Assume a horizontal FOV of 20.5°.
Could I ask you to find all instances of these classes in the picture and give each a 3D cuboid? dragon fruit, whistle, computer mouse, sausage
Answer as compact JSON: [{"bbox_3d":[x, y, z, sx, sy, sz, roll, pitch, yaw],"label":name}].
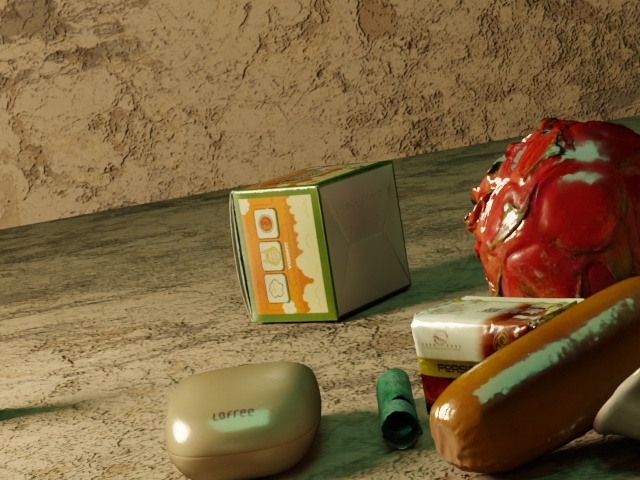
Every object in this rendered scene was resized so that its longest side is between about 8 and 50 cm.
[{"bbox_3d":[0.276,-0.005,1.835,0.241,0.252,0.241,-15,-17,-5],"label":"dragon fruit"},{"bbox_3d":[0.073,0.158,1.691,0.039,0.039,0.186,-9,8,1],"label":"whistle"},{"bbox_3d":[-0.072,0.162,1.670,0.145,0.082,0.236,-9,10,6],"label":"computer mouse"},{"bbox_3d":[0.215,0.116,1.526,0.274,0.105,0.105,-27,16,-24],"label":"sausage"}]

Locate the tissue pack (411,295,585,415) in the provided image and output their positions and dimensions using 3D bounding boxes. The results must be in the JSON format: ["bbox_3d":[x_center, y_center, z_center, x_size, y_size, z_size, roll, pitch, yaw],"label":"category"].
[{"bbox_3d":[0.173,0.112,1.657,0.149,0.106,0.099,-1,12,45],"label":"tissue pack"}]

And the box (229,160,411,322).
[{"bbox_3d":[0.000,0.000,2.310,0.148,0.177,0.195,-4,10,34],"label":"box"}]

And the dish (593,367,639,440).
[{"bbox_3d":[0.336,0.113,1.450,0.229,0.081,0.229,-32,-19,-12],"label":"dish"}]
